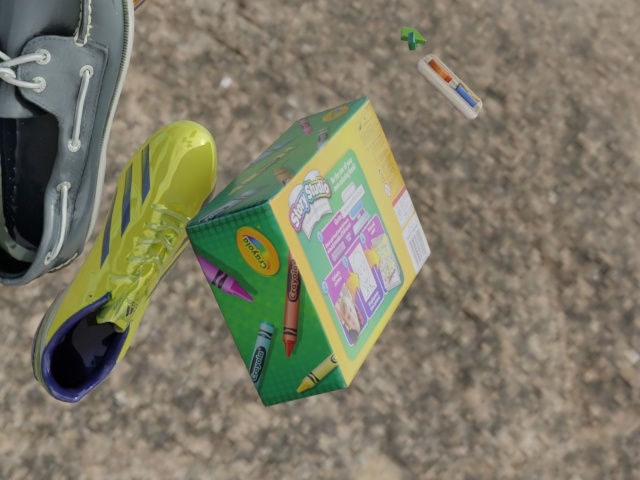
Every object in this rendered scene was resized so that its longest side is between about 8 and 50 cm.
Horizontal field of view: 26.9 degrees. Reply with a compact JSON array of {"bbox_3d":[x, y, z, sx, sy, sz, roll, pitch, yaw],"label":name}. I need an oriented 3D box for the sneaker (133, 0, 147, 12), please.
[{"bbox_3d":[-0.236,-0.316,1.118,0.131,0.296,0.112,30,57,34],"label":"sneaker"}]

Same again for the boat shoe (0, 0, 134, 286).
[{"bbox_3d":[-0.211,-0.112,0.989,0.116,0.320,0.099,12,27,8],"label":"boat shoe"}]

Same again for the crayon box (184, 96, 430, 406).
[{"bbox_3d":[0.000,0.000,1.151,0.165,0.081,0.278,67,26,-15],"label":"crayon box"}]

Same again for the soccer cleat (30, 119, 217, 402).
[{"bbox_3d":[-0.174,0.026,1.237,0.093,0.289,0.121,28,13,-22],"label":"soccer cleat"}]

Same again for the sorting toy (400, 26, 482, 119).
[{"bbox_3d":[0.085,-0.122,0.962,0.083,0.012,0.062,45,18,-1],"label":"sorting toy"}]
